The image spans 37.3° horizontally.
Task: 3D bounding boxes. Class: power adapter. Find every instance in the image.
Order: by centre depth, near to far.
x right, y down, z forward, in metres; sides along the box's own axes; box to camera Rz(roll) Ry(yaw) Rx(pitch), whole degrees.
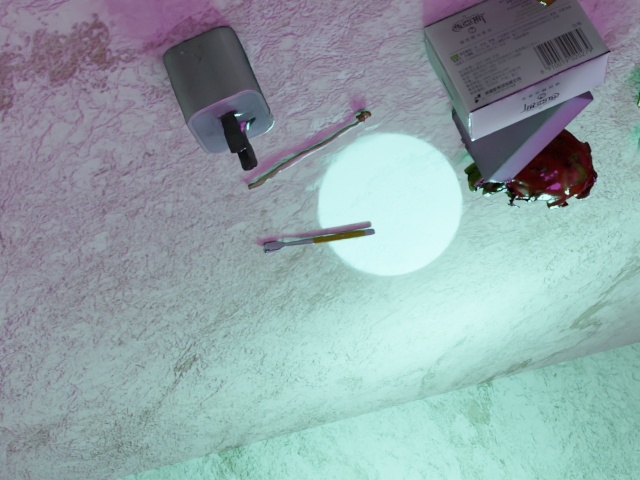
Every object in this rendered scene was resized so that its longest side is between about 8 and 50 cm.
[{"bbox_3d":[-0.145,-0.202,1.454,0.125,0.205,0.130,-24,153,2],"label":"power adapter"}]

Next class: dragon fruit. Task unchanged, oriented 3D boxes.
[{"bbox_3d":[0.468,-0.144,2.079,0.269,0.198,0.200,-32,110,12],"label":"dragon fruit"}]

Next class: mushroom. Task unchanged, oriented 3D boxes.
[{"bbox_3d":[-0.022,-0.171,1.829,0.286,0.026,0.028,-30,138,19],"label":"mushroom"}]

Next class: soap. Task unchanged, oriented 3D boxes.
[{"bbox_3d":[0.378,-0.257,1.805,0.081,0.181,0.259,-2,146,-38],"label":"soap"}]

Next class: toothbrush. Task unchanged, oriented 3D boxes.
[{"bbox_3d":[0.000,0.000,2.173,0.288,0.021,0.024,-8,162,-27],"label":"toothbrush"}]

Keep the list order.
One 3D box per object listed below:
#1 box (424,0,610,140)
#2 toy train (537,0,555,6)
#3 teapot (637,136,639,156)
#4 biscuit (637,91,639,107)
[{"bbox_3d":[0.336,-0.319,1.633,0.260,0.195,0.111,-23,154,3],"label":"box"},{"bbox_3d":[0.409,-0.517,1.359,0.231,0.163,0.369,21,132,-38],"label":"toy train"},{"bbox_3d":[0.839,-0.253,2.289,0.145,0.092,0.226,-15,152,-22],"label":"teapot"},{"bbox_3d":[0.738,-0.382,2.000,0.094,0.054,0.379,-22,155,-1],"label":"biscuit"}]
